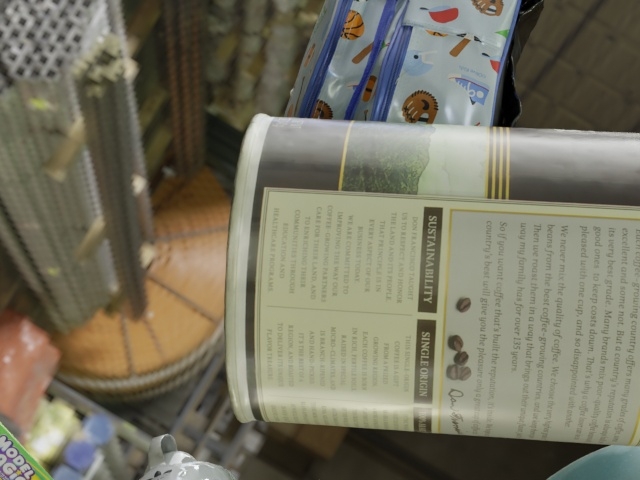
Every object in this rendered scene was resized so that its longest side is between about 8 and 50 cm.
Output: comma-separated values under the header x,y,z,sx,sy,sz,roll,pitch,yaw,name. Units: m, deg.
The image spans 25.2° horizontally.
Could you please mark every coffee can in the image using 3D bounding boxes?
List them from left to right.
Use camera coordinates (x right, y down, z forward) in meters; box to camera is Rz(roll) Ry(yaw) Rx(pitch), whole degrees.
x,y,z,sx,sy,sz,roll,pitch,yaw,name
0.090,0.025,0.911,0.201,0.275,0.202,3,90,-85,coffee can

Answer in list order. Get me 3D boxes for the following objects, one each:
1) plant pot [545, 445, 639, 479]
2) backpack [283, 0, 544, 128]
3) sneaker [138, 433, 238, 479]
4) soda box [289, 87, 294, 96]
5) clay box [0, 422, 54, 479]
x,y,z,sx,sy,sz,roll,pitch,yaw,name
0.285,0.322,1.101,0.290,0.290,0.195,-60,-160,21,plant pot
0.075,-0.102,1.224,0.276,0.213,0.263,100,-2,-51,backpack
-0.099,0.372,1.480,0.137,0.366,0.210,-21,-152,2,sneaker
0.024,-0.091,1.738,0.074,0.069,0.216,-59,137,-70,soda box
-0.271,0.216,1.202,0.053,0.222,0.127,-36,161,-35,clay box
